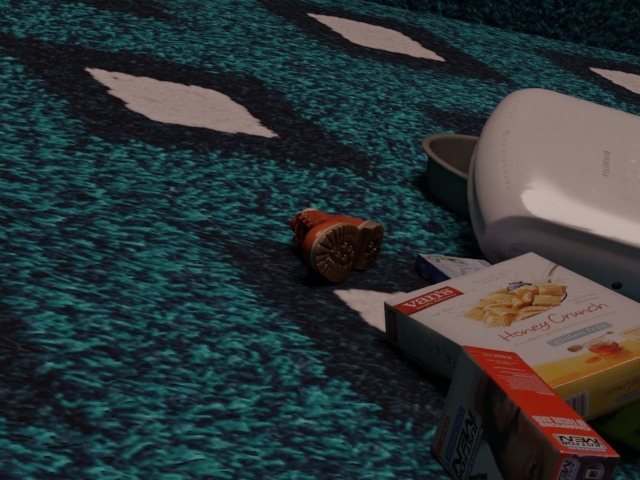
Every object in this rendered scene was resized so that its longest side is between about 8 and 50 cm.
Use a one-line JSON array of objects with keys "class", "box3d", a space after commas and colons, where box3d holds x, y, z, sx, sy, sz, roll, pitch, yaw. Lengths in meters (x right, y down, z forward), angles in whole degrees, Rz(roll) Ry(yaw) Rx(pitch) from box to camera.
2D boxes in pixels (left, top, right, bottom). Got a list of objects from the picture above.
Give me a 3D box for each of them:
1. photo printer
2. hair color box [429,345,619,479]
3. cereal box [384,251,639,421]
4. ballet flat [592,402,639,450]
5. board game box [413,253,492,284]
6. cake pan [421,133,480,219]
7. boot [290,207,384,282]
[{"class": "photo printer", "box3d": [0.317, -0.046, 1.847, 0.307, 0.107, 0.256, 17, 43, -2]}, {"class": "hair color box", "box3d": [0.145, 0.155, 1.202, 0.053, 0.093, 0.167, 8, 19, -25]}, {"class": "cereal box", "box3d": [0.188, 0.083, 1.416, 0.173, 0.047, 0.240, -17, 25, -27]}, {"class": "ballet flat", "box3d": [0.274, 0.125, 1.480, 0.077, 0.077, 0.231, 34, 19, -9]}, {"class": "board game box", "box3d": [0.157, 0.042, 1.691, 0.090, 0.020, 0.090, 5, 20, -32]}, {"class": "cake pan", "box3d": [0.259, -0.058, 2.047, 0.293, 0.054, 0.293, 15, 17, -5]}, {"class": "boot", "box3d": [0.000, 0.000, 1.623, 0.084, 0.059, 0.158, 19, 8, 16]}]
